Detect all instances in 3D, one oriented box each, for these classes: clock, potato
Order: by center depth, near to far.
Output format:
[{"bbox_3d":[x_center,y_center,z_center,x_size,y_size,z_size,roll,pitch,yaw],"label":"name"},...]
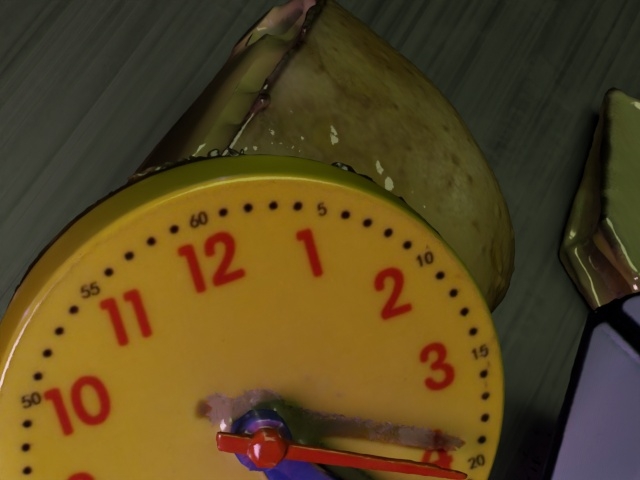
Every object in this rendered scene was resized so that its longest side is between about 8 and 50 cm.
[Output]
[{"bbox_3d":[-0.033,0.100,0.976,0.277,0.071,0.293,-26,112,-7],"label":"clock"},{"bbox_3d":[0.000,0.000,1.107,0.242,0.242,0.285,34,37,-4],"label":"potato"}]

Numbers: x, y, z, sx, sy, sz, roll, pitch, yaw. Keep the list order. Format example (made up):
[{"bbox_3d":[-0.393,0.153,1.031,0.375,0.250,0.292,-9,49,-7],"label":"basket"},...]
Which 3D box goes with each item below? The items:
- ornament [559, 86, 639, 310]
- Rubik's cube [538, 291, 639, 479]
[{"bbox_3d":[0.251,-0.033,1.336,0.201,0.059,0.180,-15,69,-34],"label":"ornament"},{"bbox_3d":[0.285,0.173,1.065,0.246,0.248,0.250,47,48,-29],"label":"Rubik's cube"}]
